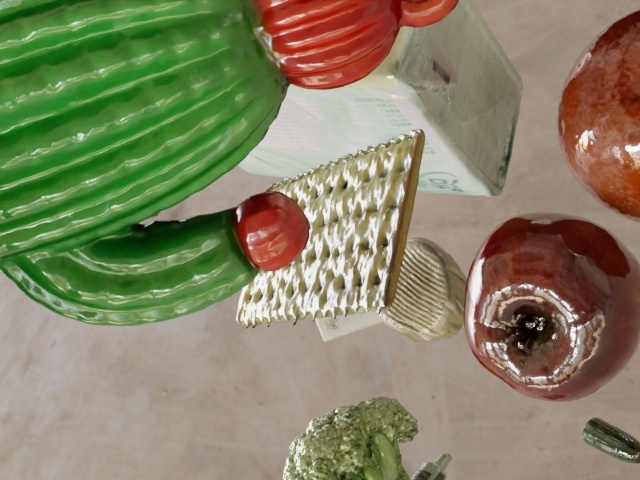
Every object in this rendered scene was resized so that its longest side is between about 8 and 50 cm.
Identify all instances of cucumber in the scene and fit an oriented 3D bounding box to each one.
[{"bbox_3d":[0.472,0.324,1.535,0.105,0.048,0.048,27,80,46],"label":"cucumber"}]

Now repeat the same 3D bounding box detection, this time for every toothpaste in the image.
[{"bbox_3d":[0.142,0.555,1.889,0.099,0.061,0.392,7,40,44],"label":"toothpaste"}]

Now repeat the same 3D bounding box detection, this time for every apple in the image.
[{"bbox_3d":[0.281,0.078,1.154,0.234,0.234,0.234,-29,40,28],"label":"apple"}]

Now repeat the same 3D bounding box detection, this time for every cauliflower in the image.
[{"bbox_3d":[0.066,0.422,1.728,0.250,0.272,0.275,38,100,17],"label":"cauliflower"}]

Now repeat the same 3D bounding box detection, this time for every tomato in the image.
[{"bbox_3d":[0.409,-0.143,1.142,0.265,0.265,0.265,-29,40,28],"label":"tomato"}]

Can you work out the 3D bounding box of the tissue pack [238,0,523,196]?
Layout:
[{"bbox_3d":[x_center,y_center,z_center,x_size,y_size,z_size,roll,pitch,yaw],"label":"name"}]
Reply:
[{"bbox_3d":[0.015,-0.213,1.248,0.405,0.332,0.205,7,73,34],"label":"tissue pack"}]

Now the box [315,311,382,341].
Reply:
[{"bbox_3d":[0.044,0.047,1.882,0.175,0.260,0.062,-20,7,12],"label":"box"}]

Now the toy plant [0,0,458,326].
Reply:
[{"bbox_3d":[-0.077,-0.041,0.344,0.088,0.240,0.154,-85,1,-70],"label":"toy plant"}]

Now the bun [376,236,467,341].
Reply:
[{"bbox_3d":[0.172,0.084,1.542,0.166,0.113,0.173,-40,58,33],"label":"bun"}]

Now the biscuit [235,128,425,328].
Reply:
[{"bbox_3d":[0.000,0.000,0.751,0.231,0.016,0.139,-15,59,57],"label":"biscuit"}]
